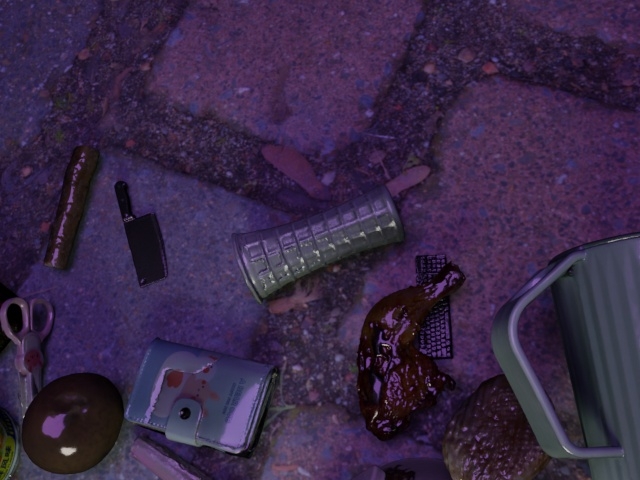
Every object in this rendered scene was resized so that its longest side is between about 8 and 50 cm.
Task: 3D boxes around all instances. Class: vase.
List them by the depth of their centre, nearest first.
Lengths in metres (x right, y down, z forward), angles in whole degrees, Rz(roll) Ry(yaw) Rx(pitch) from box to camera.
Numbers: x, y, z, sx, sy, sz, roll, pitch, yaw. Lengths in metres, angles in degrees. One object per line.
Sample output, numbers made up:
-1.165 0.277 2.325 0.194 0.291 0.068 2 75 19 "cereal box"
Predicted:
0.000 0.000 1.400 0.299 0.143 0.143 -21 67 3 "vase"

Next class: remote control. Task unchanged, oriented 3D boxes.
0.034 0.425 1.210 0.029 0.087 0.190 40 127 -6 "remote control"

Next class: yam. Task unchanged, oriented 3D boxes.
-0.521 -0.070 1.594 0.061 0.061 0.273 5 72 15 "yam"

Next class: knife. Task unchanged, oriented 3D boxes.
-0.367 -0.024 1.562 0.072 0.019 0.245 -22 69 1 "knife"

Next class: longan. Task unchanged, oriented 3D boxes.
-0.444 0.328 1.373 0.167 0.167 0.187 39 87 23 "longan"

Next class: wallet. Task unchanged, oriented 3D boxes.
-0.216 0.284 1.381 0.251 0.075 0.176 10 67 17 "wallet"

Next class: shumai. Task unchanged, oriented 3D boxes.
0.278 0.321 1.202 0.162 0.152 0.209 18 57 14 "shumai"

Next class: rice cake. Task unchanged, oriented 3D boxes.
-0.233 0.428 1.342 0.270 0.049 0.055 31 94 21 "rice cake"

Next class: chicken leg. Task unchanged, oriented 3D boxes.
0.149 0.185 1.312 0.178 0.083 0.322 5 75 15 "chicken leg"

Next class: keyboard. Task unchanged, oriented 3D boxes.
0.202 0.117 1.368 0.060 0.018 0.195 -4 70 9 "keyboard"

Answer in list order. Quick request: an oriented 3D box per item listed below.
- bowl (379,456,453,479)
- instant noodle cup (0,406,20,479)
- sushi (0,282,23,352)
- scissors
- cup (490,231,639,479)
0.152 0.498 1.164 0.338 0.157 0.337 -5 68 12 "bowl"
-0.707 0.360 1.341 0.284 0.312 0.284 -5 69 14 "instant noodle cup"
-0.703 0.128 1.525 0.225 0.136 0.126 34 84 15 "sushi"
-0.567 0.231 1.484 0.031 0.118 0.241 -10 82 28 "scissors"
0.473 0.188 1.127 0.401 0.310 0.391 -8 73 18 "cup"
